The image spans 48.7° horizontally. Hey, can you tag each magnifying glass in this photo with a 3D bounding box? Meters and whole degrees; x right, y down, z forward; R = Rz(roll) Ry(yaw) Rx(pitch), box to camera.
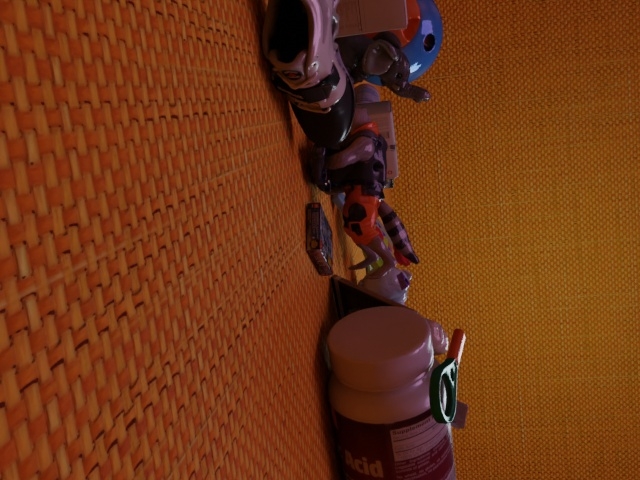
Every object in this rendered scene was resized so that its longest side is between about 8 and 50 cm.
[{"bbox_3d":[0.232,0.236,1.274,0.231,0.026,0.092,-54,129,-54],"label":"magnifying glass"}]

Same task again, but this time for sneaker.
[{"bbox_3d":[-0.031,-0.266,1.079,0.146,0.123,0.330,-60,149,-42],"label":"sneaker"}]

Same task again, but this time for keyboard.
[{"bbox_3d":[0.182,0.311,1.462,0.014,0.256,0.072,-38,141,-47],"label":"keyboard"}]

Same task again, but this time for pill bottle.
[{"bbox_3d":[0.132,-0.395,2.115,0.160,0.087,0.087,-83,165,-47],"label":"pill bottle"},{"bbox_3d":[0.134,0.340,1.350,0.224,0.224,0.392,-75,157,-64],"label":"pill bottle"}]

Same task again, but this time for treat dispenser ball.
[{"bbox_3d":[0.194,-0.572,1.959,0.288,0.288,0.288,-5,90,-80],"label":"treat dispenser ball"}]

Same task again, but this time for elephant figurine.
[{"bbox_3d":[0.149,-0.451,1.782,0.186,0.240,0.169,65,22,-63],"label":"elephant figurine"}]

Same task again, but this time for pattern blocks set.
[{"bbox_3d":[0.126,-0.020,1.714,0.324,0.026,0.285,56,21,-16],"label":"pattern blocks set"}]

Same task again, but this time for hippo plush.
[{"bbox_3d":[0.211,0.183,1.852,0.294,0.234,0.236,58,29,-68],"label":"hippo plush"}]

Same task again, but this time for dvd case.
[{"bbox_3d":[0.117,0.171,1.456,0.018,0.221,0.164,-37,132,-32],"label":"dvd case"}]

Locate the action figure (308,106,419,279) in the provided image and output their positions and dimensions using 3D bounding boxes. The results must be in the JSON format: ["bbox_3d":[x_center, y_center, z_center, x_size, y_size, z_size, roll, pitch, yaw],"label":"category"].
[{"bbox_3d":[0.084,-0.105,1.408,0.341,0.179,0.330,-44,125,-82],"label":"action figure"}]

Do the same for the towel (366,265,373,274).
[{"bbox_3d":[0.179,0.107,2.292,0.248,0.038,0.324,4,81,-79],"label":"towel"}]

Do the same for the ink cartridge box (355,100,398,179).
[{"bbox_3d":[0.126,-0.257,1.851,0.082,0.140,0.190,-85,167,-54],"label":"ink cartridge box"}]

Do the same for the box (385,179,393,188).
[{"bbox_3d":[0.142,-0.227,2.009,0.207,0.114,0.036,73,16,-49],"label":"box"}]

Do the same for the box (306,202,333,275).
[{"bbox_3d":[0.000,0.000,1.316,0.137,0.027,0.093,64,24,-66],"label":"box"}]

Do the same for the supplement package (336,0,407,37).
[{"bbox_3d":[0.085,-0.535,1.564,0.194,0.203,0.149,-68,151,-69],"label":"supplement package"}]
